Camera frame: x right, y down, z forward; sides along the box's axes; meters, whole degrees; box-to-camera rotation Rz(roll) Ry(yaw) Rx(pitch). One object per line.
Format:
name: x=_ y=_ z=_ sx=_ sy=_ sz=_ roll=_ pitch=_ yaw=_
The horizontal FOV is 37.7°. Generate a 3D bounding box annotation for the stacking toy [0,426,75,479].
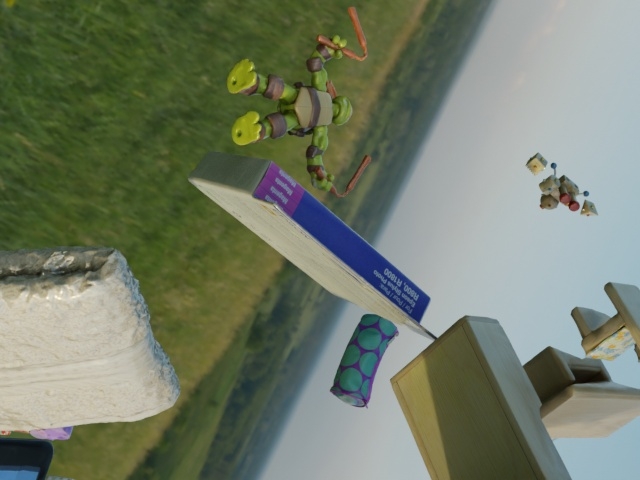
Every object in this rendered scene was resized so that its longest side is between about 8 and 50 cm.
stacking toy: x=-0.368 y=0.225 z=1.148 sx=0.052 sy=0.221 sz=0.167 roll=89 pitch=10 yaw=-53

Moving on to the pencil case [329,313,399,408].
pencil case: x=0.072 y=0.190 z=1.499 sx=0.152 sy=0.070 sz=0.064 roll=-65 pitch=153 yaw=-23

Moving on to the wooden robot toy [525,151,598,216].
wooden robot toy: x=0.440 y=-0.083 z=1.769 sx=0.079 sy=0.173 sz=0.076 roll=-40 pitch=-157 yaw=36

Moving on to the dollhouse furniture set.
dollhouse furniture set: x=0.324 y=0.262 z=1.257 sx=0.362 sy=0.394 sz=0.257 roll=-47 pitch=-130 yaw=33

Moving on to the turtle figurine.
turtle figurine: x=-0.027 y=-0.196 z=1.296 sx=0.217 sy=0.087 sz=0.270 roll=-2 pitch=99 yaw=-43

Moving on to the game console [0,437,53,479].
game console: x=-0.463 y=0.421 z=1.245 sx=0.250 sy=0.173 sz=0.293 roll=16 pitch=-92 yaw=66

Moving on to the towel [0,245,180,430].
towel: x=-0.246 y=0.074 z=0.614 sx=0.187 sy=0.282 sz=0.049 roll=85 pitch=1 yaw=-57

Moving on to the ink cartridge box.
ink cartridge box: x=0.000 y=0.000 z=1.321 sx=0.071 sy=0.324 sz=0.330 roll=-55 pitch=-153 yaw=-9
